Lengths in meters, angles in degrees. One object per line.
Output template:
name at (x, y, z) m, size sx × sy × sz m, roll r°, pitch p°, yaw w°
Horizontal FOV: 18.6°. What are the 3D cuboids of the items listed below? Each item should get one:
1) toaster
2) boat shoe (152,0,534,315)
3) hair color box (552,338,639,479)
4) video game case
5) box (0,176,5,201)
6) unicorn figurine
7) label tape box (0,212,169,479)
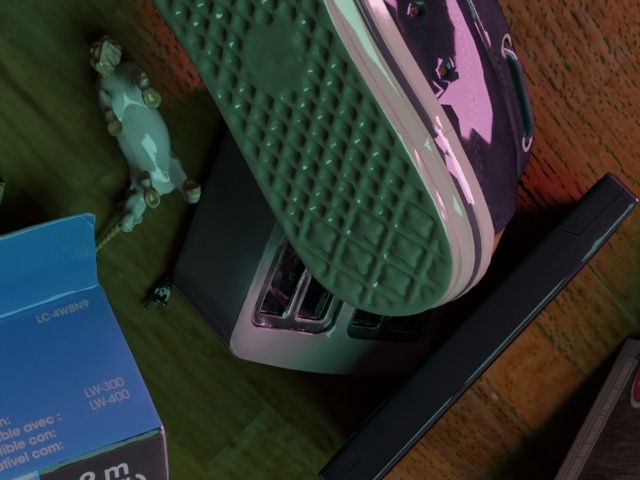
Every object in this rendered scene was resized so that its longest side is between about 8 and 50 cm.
toaster at (0.000, 0.000, 1.322) m, size 0.168 × 0.110 × 0.185 m, roll 9°, pitch 113°, yaw -33°
boat shoe at (-0.009, -0.198, 1.137) m, size 0.156 × 0.187 × 0.500 m, roll -44°, pitch 116°, yaw -43°
hair color box at (0.338, 0.263, 1.635) m, size 0.374 × 0.114 × 0.185 m, roll 48°, pitch 64°, yaw -40°
video game case at (0.114, 0.069, 1.375) m, size 0.275 × 0.035 × 0.248 m, roll -47°, pitch 173°, yaw 2°
box at (-0.300, 0.043, 1.235) m, size 0.164 × 0.021 × 0.201 m, roll 4°, pitch 116°, yaw -32°
unicorn figurine at (-0.115, -0.056, 1.239) m, size 0.060 × 0.111 × 0.161 m, roll -7°, pitch 107°, yaw -14°
label tape box at (-0.231, 0.172, 1.269) m, size 0.249 × 0.115 × 0.347 m, roll -18°, pitch 135°, yaw -19°
